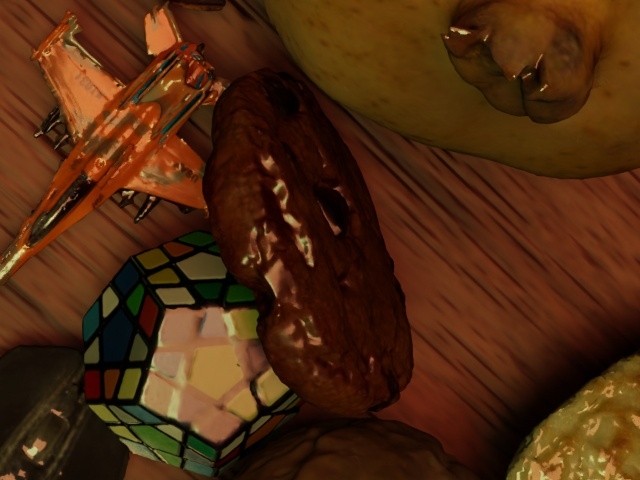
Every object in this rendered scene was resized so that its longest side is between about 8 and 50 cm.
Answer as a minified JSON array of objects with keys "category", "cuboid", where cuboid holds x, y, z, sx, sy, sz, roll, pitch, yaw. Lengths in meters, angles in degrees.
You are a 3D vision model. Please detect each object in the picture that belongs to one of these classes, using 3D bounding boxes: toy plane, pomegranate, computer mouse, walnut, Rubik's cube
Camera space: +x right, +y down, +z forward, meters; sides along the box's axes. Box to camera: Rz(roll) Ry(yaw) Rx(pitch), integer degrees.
[{"category":"toy plane","cuboid":[-0.124,-0.040,0.607,0.135,0.062,0.188,42,96,-12]},{"category":"pomegranate","cuboid":[0.111,-0.172,0.519,0.342,0.342,0.342,-1,92,-14]},{"category":"computer mouse","cuboid":[-0.180,0.146,0.593,0.106,0.062,0.192,38,85,-13]},{"category":"walnut","cuboid":[0.006,0.187,0.571,0.178,0.230,0.178,9,109,28]},{"category":"Rubik's cube","cuboid":[-0.064,0.061,0.593,0.112,0.133,0.133,17,88,-42]}]

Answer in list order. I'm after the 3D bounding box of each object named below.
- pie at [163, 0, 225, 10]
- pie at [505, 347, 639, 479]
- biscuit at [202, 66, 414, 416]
[{"category":"pie","cuboid":[-0.095,-0.185,0.615,0.170,0.034,0.092,28,82,-14]},{"category":"pie","cuboid":[0.212,0.156,0.664,0.248,0.090,0.201,-25,97,-28]},{"category":"biscuit","cuboid":[0.000,0.000,0.577,0.049,0.192,0.192,-18,98,20]}]
